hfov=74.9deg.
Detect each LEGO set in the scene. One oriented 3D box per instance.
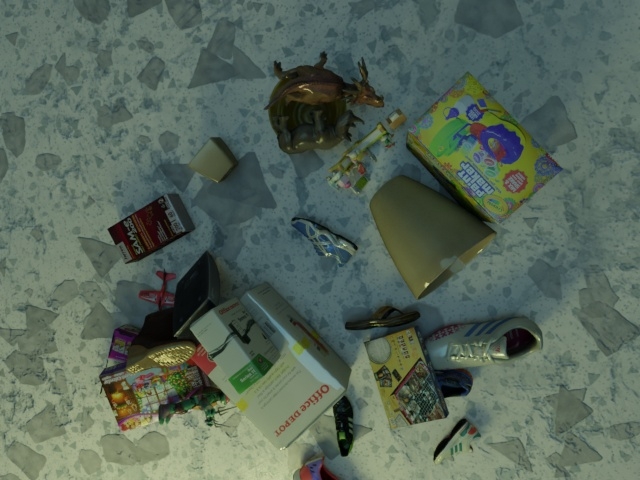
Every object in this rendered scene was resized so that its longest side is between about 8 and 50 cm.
[{"bbox_3d":[0.137,-0.228,1.154,0.287,0.132,0.107,-45,103,-11],"label":"LEGO set"}]

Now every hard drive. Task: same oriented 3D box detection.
[{"bbox_3d":[-0.361,0.154,1.223,0.054,0.255,0.172,37,102,-30],"label":"hard drive"}]

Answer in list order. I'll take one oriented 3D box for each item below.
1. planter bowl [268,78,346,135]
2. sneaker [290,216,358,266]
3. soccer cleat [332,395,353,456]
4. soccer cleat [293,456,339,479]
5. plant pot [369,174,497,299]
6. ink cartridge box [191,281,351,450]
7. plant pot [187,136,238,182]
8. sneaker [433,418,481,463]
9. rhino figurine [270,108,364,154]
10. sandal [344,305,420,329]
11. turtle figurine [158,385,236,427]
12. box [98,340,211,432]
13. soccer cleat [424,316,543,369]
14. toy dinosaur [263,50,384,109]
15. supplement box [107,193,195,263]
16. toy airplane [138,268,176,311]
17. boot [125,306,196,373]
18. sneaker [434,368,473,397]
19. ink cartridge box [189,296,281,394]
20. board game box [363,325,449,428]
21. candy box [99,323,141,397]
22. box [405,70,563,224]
[{"bbox_3d":[-0.031,-0.360,1.177,0.216,0.090,0.218,1,95,8],"label":"planter bowl"},{"bbox_3d":[0.000,0.000,1.209,0.211,0.080,0.081,30,97,8],"label":"sneaker"},{"bbox_3d":[0.070,0.552,1.248,0.060,0.072,0.179,-7,93,11],"label":"soccer cleat"},{"bbox_3d":[0.052,0.808,1.262,0.116,0.108,0.318,-40,85,8],"label":"soccer cleat"},{"bbox_3d":[0.262,-0.032,1.094,0.256,0.256,0.274,-43,69,11],"label":"plant pot"},{"bbox_3d":[-0.140,0.360,1.227,0.385,0.160,0.279,45,101,5],"label":"ink cartridge box"},{"bbox_3d":[-0.309,-0.233,1.241,0.096,0.109,0.109,42,101,-9],"label":"plant pot"},{"bbox_3d":[0.393,0.594,1.197,0.075,0.057,0.161,37,98,11],"label":"sneaker"},{"bbox_3d":[-0.005,-0.289,1.096,0.242,0.073,0.107,-7,113,8],"label":"rhino figurine"},{"bbox_3d":[0.175,0.220,1.206,0.219,0.090,0.060,-12,71,19],"label":"sandal"},{"bbox_3d":[-0.351,0.498,1.249,0.233,0.175,0.118,-7,52,-7],"label":"turtle figurine"},{"bbox_3d":[-0.503,0.455,1.304,0.292,0.057,0.201,-16,102,-5],"label":"box"},{"bbox_3d":[0.422,0.281,1.121,0.330,0.143,0.116,-19,91,12],"label":"soccer cleat"},{"bbox_3d":[0.009,-0.377,1.015,0.200,0.295,0.127,31,132,42],"label":"toy dinosaur"},{"bbox_3d":[-0.530,-0.037,1.313,0.239,0.073,0.130,-28,90,13],"label":"supplement box"},{"bbox_3d":[-0.510,0.161,1.348,0.151,0.028,0.152,0,96,5],"label":"toy airplane"},{"bbox_3d":[-0.462,0.275,1.251,0.248,0.207,0.090,-19,128,17],"label":"boot"},{"bbox_3d":[0.318,0.401,1.179,0.220,0.087,0.084,-8,92,13],"label":"sneaker"},{"bbox_3d":[-0.214,0.261,1.073,0.086,0.153,0.208,-40,86,12],"label":"ink cartridge box"},{"bbox_3d":[0.235,0.379,1.163,0.164,0.042,0.244,-24,73,27],"label":"board game box"},{"bbox_3d":[-0.610,0.413,1.368,0.159,0.071,0.234,18,97,7],"label":"candy box"},{"bbox_3d":[0.370,-0.205,1.019,0.177,0.279,0.290,-43,87,12],"label":"box"}]
